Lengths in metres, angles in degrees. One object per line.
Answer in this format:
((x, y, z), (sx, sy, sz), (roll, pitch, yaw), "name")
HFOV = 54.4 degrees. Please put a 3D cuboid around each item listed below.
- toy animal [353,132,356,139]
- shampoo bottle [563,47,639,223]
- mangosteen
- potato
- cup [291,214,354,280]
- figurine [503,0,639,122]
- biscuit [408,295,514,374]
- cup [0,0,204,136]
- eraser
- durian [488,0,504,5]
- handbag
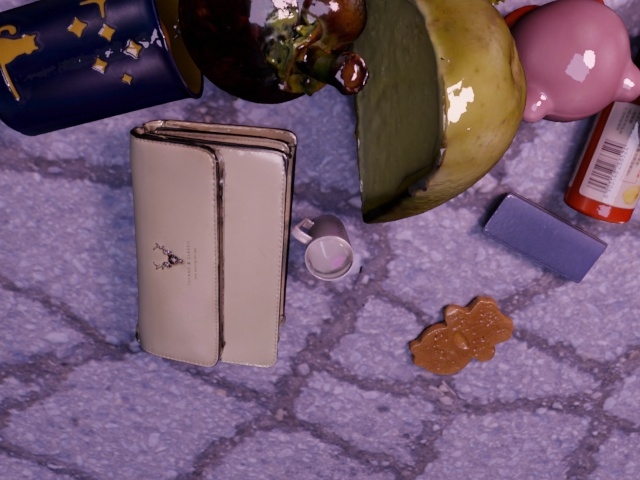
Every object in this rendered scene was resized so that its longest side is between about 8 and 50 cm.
((0.083, -0.164, 0.945), (0.083, 0.060, 0.081), (-41, 148, 14), "toy animal")
((0.462, -0.170, 0.928), (0.104, 0.104, 0.278), (11, 113, -7), "shampoo bottle")
((-0.049, -0.263, 0.775), (0.231, 0.289, 0.231), (-17, 136, -16), "mangosteen")
((0.177, -0.184, 0.792), (0.212, 0.280, 0.330), (-8, 98, -15), "potato")
((0.000, 0.000, 0.979), (0.104, 0.116, 0.074), (29, 110, -15), "cup")
((0.338, -0.245, 0.857), (0.173, 0.173, 0.173), (-1, 113, -2), "figurine")
((0.254, 0.176, 1.113), (0.133, 0.027, 0.184), (35, 109, -16), "biscuit")
((-0.312, -0.282, 0.851), (0.256, 0.255, 0.178), (-12, 151, 6), "cup")
((0.375, -0.003, 1.034), (0.225, 0.036, 0.082), (26, 110, -13), "eraser")
((0.192, -0.385, 0.795), (0.198, 0.159, 0.146), (28, 104, -13), "durian")
((-0.167, 0.007, 0.956), (0.236, 0.160, 0.358), (6, 113, 3), "handbag")
